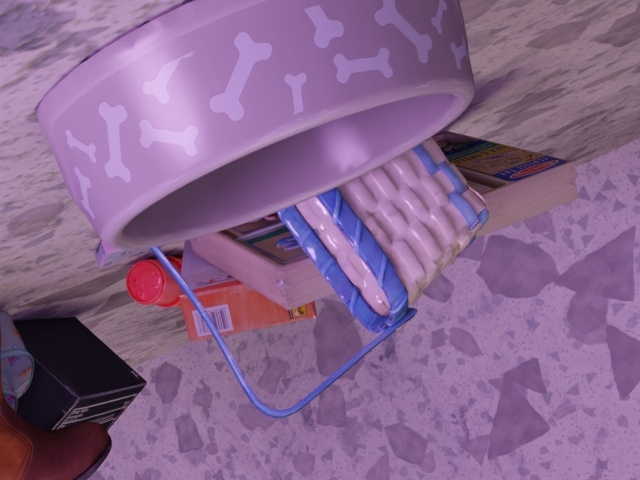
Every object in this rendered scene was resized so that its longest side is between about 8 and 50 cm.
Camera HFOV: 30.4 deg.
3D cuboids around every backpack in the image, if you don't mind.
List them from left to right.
[{"bbox_3d":[-0.467,0.183,1.537,0.188,0.144,0.166,-29,156,-32],"label":"backpack"}]

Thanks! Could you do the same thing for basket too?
[{"bbox_3d":[0.000,0.000,1.150,0.289,0.255,0.201,-31,171,-16],"label":"basket"}]

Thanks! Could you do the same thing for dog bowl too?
[{"bbox_3d":[-0.039,-0.095,0.905,0.348,0.102,0.349,-21,174,-2],"label":"dog bowl"}]

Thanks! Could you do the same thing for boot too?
[{"bbox_3d":[-0.393,0.187,1.447,0.264,0.281,0.096,-14,-159,-26],"label":"boot"}]

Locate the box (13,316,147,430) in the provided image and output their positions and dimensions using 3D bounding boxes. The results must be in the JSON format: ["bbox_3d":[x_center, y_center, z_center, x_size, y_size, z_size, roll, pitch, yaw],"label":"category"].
[{"bbox_3d":[-0.462,0.281,1.809,0.294,0.182,0.296,-49,170,5],"label":"box"}]

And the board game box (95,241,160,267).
[{"bbox_3d":[-0.228,0.003,1.444,0.090,0.020,0.090,-21,174,-20],"label":"board game box"}]

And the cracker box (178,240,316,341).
[{"bbox_3d":[-0.092,0.040,1.478,0.155,0.067,0.232,-11,-159,0],"label":"cracker box"}]

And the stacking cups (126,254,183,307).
[{"bbox_3d":[-0.182,0.056,1.768,0.096,0.096,0.316,-24,171,16],"label":"stacking cups"}]

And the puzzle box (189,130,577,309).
[{"bbox_3d":[0.070,-0.039,1.434,0.408,0.052,0.272,-20,-158,-24],"label":"puzzle box"}]
